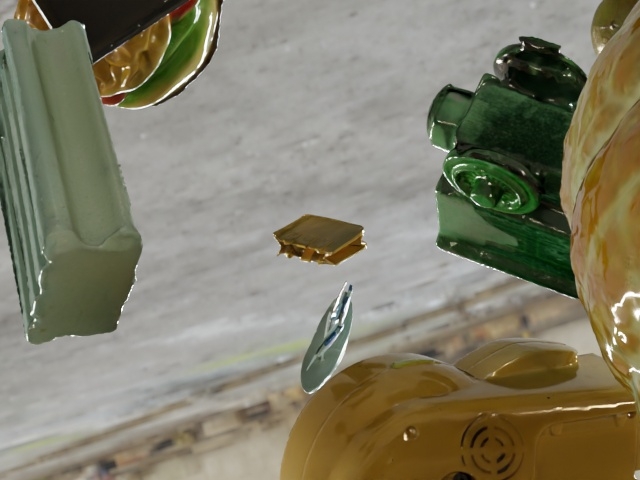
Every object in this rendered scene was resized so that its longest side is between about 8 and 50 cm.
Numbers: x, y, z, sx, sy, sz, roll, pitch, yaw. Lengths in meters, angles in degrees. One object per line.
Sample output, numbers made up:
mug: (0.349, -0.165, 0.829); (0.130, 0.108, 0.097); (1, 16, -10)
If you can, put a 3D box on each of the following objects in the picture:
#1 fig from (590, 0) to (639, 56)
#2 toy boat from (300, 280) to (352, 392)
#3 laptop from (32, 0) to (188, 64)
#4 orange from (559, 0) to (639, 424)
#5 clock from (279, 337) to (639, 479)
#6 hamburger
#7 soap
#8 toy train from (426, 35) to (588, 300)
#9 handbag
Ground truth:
fig: (0.312, -0.203, 1.337); (0.082, 0.098, 0.084); (29, 121, -23)
toy boat: (0.010, 0.078, 1.288); (0.034, 0.149, 0.105); (17, -140, 10)
laptop: (-0.188, -0.259, 1.258); (0.180, 0.129, 0.016); (-37, -160, -15)
orange: (0.261, 0.002, 0.563); (0.329, 0.329, 0.249); (-8, 153, -45)
clock: (0.128, 0.219, 1.218); (0.317, 0.244, 0.200); (-1, -174, -23)
hamburger: (-0.232, -0.259, 1.468); (0.237, 0.237, 0.149); (-22, 169, 29)
soap: (-0.175, -0.041, 0.895); (0.063, 0.198, 0.114); (-2, 143, -24)
toy train: (0.217, -0.049, 1.108); (0.266, 0.145, 0.202); (21, 159, 18)
handbag: (0.000, 0.000, 1.373); (0.083, 0.027, 0.061); (13, -148, 41)
